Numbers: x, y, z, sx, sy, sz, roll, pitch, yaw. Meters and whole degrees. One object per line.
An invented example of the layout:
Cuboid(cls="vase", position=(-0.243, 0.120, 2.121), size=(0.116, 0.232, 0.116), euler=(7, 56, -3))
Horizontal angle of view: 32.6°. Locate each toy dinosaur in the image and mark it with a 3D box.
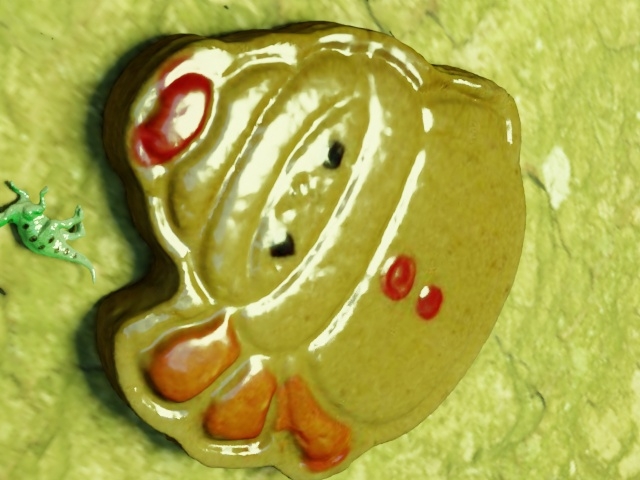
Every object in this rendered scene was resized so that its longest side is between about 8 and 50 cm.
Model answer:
Cuboid(cls="toy dinosaur", position=(-0.178, 0.000, 0.691), size=(0.062, 0.021, 0.083), euler=(-21, 112, -21))

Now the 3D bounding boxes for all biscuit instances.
Cuboid(cls="biscuit", position=(0.000, 0.000, 0.794), size=(0.381, 0.074, 0.359), euler=(36, 80, -40))
